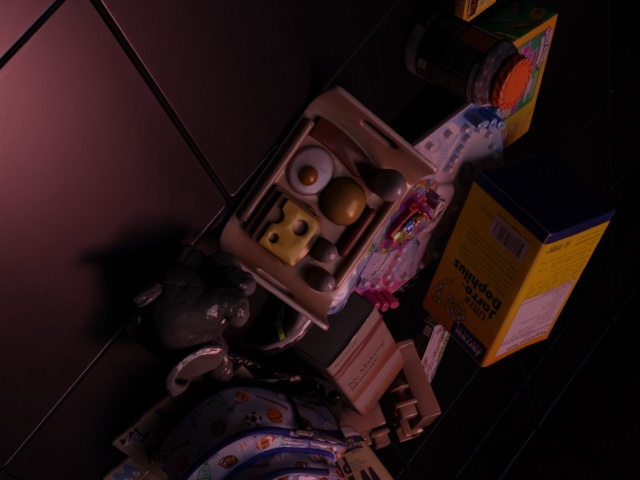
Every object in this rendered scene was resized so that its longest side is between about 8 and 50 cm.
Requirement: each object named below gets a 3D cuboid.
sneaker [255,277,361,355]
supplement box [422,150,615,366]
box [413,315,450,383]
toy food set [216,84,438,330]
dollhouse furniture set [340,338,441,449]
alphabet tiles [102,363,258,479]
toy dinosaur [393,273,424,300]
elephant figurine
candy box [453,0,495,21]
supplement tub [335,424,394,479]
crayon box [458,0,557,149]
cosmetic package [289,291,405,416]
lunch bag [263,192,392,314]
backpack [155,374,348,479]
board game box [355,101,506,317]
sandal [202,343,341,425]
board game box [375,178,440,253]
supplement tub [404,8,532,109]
[{"bbox_3d":[-0.037,0.095,1.795,0.234,0.084,0.097,-42,107,-3],"label":"sneaker"},{"bbox_3d":[0.374,0.037,2.011,0.194,0.195,0.356,-17,140,-36],"label":"supplement box"},{"bbox_3d":[0.254,0.266,2.462,0.114,0.036,0.207,-19,134,-50],"label":"box"},{"bbox_3d":[0.013,-0.047,1.564,0.219,0.092,0.306,36,86,-23],"label":"toy food set"},{"bbox_3d":[0.051,0.358,2.221,0.355,0.174,0.303,-15,159,-15],"label":"dollhouse furniture set"},{"bbox_3d":[-0.192,0.347,1.731,0.285,0.011,0.342,-39,139,-3],"label":"alphabet tiles"},{"bbox_3d":[0.175,0.097,2.161,0.082,0.047,0.090,-39,163,3],"label":"toy dinosaur"},{"bbox_3d":[-0.190,0.141,1.486,0.169,0.186,0.239,-92,-160,-57],"label":"elephant figurine"},{"bbox_3d":[0.271,-0.472,1.740,0.105,0.027,0.206,-41,149,-34],"label":"candy box"},{"bbox_3d":[0.056,0.521,1.854,0.235,0.325,0.235,-31,155,-17],"label":"supplement tub"},{"bbox_3d":[0.348,-0.302,1.980,0.165,0.081,0.278,-35,146,-36],"label":"crayon box"},{"bbox_3d":[0.047,0.203,1.962,0.153,0.129,0.296,-52,151,-10],"label":"cosmetic package"},{"bbox_3d":[0.000,0.000,1.677,0.176,0.090,0.219,35,87,-35],"label":"lunch bag"},{"bbox_3d":[-0.114,0.353,1.645,0.263,0.213,0.276,24,111,-35],"label":"backpack"},{"bbox_3d":[0.204,-0.051,1.947,0.390,0.050,0.390,-37,149,-9],"label":"board game box"},{"bbox_3d":[-0.104,0.270,1.838,0.167,0.107,0.446,-52,139,-2],"label":"sandal"},{"bbox_3d":[0.158,-0.031,1.837,0.133,0.033,0.169,-22,143,-31],"label":"board game box"},{"bbox_3d":[0.242,-0.293,1.700,0.117,0.190,0.117,-39,147,-31],"label":"supplement tub"}]
